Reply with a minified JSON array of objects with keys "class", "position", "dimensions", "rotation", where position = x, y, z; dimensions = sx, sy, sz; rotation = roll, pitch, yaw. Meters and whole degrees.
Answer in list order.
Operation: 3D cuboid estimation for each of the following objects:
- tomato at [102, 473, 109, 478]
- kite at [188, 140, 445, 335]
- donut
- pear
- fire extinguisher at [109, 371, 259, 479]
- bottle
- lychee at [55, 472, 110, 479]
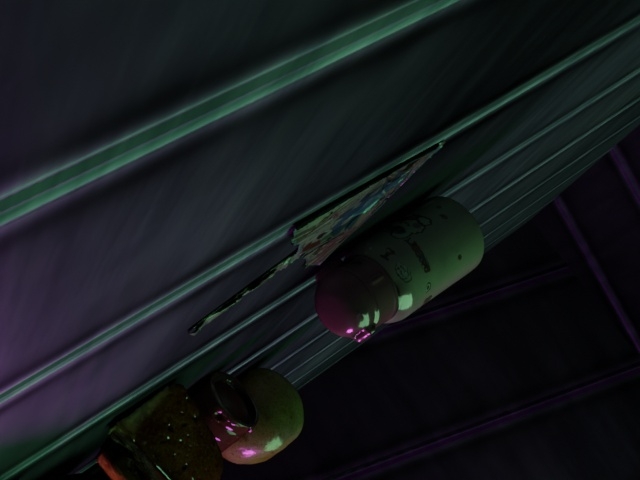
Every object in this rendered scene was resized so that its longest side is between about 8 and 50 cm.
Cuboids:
[{"class":"tomato","position":[-0.310,0.481,2.021],"dimensions":[0.270,0.227,0.270],"rotation":[-40,173,-6]},{"class":"kite","position":[0.000,0.000,1.302],"dimensions":[0.314,0.011,0.335],"rotation":[-37,173,-3]},{"class":"donut","position":[-0.183,0.270,1.636],"dimensions":[0.112,0.151,0.295],"rotation":[-45,176,-20]},{"class":"pear","position":[-0.108,0.290,2.159],"dimensions":[0.167,0.137,0.167],"rotation":[-33,173,-4]},{"class":"fire extinguisher","position":[-0.207,0.296,1.835],"dimensions":[0.269,0.105,0.105],"rotation":[-41,172,19]},{"class":"bottle","position":[0.089,0.037,1.591],"dimensions":[0.233,0.110,0.110],"rotation":[-31,171,-39]},{"class":"lychee","position":[-0.295,0.417,1.581],"dimensions":[0.267,0.267,0.267],"rotation":[-37,173,-5]}]
